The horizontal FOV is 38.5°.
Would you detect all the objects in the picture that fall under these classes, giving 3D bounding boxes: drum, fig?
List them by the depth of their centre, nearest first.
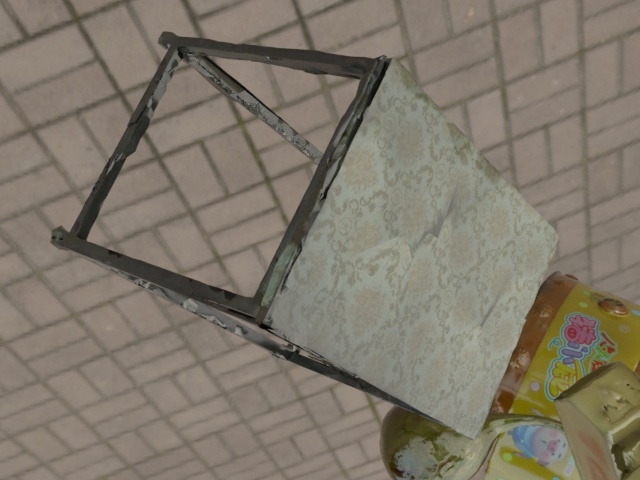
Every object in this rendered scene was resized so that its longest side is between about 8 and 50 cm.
[{"bbox_3d":[0.183,0.220,1.030,0.237,0.124,0.124,-10,142,12],"label":"fig"},{"bbox_3d":[0.396,0.278,1.446,0.431,0.214,0.431,-47,149,-40],"label":"drum"}]

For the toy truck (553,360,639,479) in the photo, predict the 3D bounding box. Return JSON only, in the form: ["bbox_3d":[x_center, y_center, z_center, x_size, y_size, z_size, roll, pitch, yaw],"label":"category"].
[{"bbox_3d":[0.256,0.234,0.509,0.181,0.254,0.405,-34,134,-3],"label":"toy truck"}]

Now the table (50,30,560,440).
[{"bbox_3d":[0.000,0.000,0.837,0.335,0.272,0.222,36,76,-47],"label":"table"}]
